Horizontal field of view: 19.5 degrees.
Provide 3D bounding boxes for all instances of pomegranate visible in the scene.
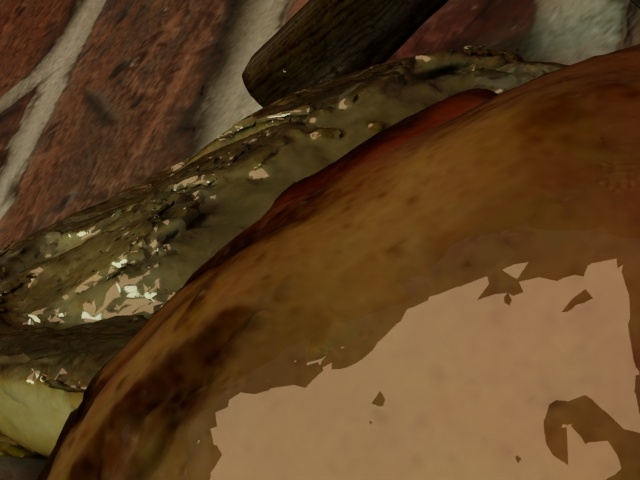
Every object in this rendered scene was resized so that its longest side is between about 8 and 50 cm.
[{"bbox_3d":[0.080,0.096,0.438,0.322,0.322,0.322,-37,23,18],"label":"pomegranate"}]

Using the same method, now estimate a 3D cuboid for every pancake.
[{"bbox_3d":[0.000,0.001,0.895,0.387,0.082,0.387,-14,22,6],"label":"pancake"}]

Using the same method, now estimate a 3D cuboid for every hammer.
[{"bbox_3d":[0.055,-0.170,1.105,0.095,0.242,0.409,-61,12,-29],"label":"hammer"}]

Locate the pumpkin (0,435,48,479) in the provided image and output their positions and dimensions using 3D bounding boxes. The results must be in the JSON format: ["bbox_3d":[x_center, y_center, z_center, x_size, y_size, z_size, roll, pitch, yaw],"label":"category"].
[{"bbox_3d":[-0.228,0.142,0.916,0.263,0.293,0.196,-93,25,-70],"label":"pumpkin"}]
